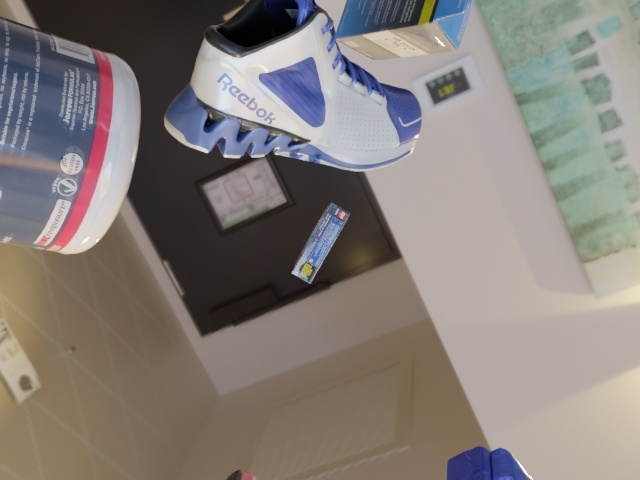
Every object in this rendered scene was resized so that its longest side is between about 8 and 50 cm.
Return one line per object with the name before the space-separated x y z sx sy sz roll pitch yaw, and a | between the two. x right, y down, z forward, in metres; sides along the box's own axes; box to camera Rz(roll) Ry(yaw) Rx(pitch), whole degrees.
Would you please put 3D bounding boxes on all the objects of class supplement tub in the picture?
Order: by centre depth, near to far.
supplement tub | -0.309 -0.101 0.621 0.272 0.191 0.191 13 168 -33

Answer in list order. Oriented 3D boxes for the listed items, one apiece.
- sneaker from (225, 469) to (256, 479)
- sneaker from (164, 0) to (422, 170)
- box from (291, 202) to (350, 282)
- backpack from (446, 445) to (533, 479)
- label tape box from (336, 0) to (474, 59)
sneaker | -0.025 0.390 0.858 0.136 0.116 0.314 -17 -144 -13
sneaker | -0.004 -0.188 0.833 0.315 0.182 0.127 -2 -140 -30
box | 0.000 0.000 0.905 0.094 0.027 0.137 -60 -178 3
backpack | 0.227 0.335 0.942 0.101 0.120 0.098 -30 -165 27
label tape box | 0.186 -0.429 1.193 0.334 0.106 0.240 14 -95 57
